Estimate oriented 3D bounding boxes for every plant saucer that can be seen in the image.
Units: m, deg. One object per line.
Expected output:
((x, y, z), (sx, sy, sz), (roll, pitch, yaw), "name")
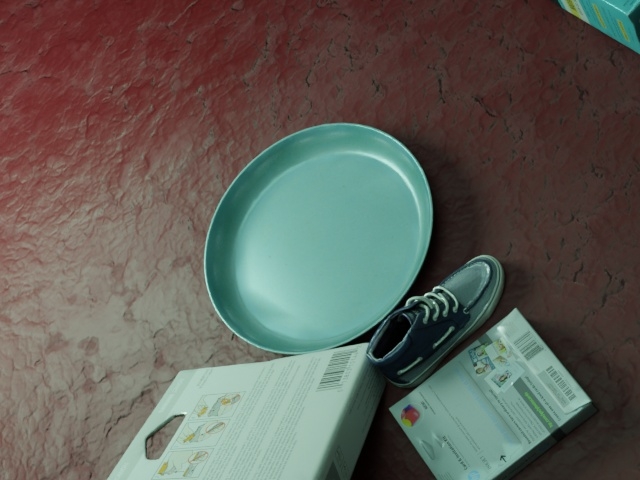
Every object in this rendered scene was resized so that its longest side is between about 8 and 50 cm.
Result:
((0.000, 0.000, 1.514), (0.318, 0.044, 0.317), (-12, 60, 23), "plant saucer")

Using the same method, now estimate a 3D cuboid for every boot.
((0.134, 0.084, 1.374), (0.069, 0.086, 0.190), (36, 86, 36), "boot")

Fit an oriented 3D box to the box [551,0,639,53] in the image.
((0.318, -0.324, 1.472), (0.060, 0.100, 0.244), (-48, 54, 0), "box")

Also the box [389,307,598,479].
((0.189, 0.187, 1.324), (0.186, 0.038, 0.145), (-39, 54, 4), "box")

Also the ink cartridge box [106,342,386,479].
((-0.085, 0.231, 1.329), (0.261, 0.066, 0.296), (-11, 23, 22), "ink cartridge box")
